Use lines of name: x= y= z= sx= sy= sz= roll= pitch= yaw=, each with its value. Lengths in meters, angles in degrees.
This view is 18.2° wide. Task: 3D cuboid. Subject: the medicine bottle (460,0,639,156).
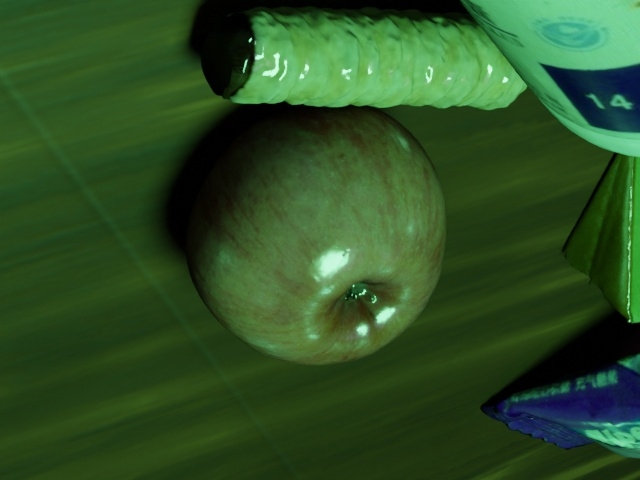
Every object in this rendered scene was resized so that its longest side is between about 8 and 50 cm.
medicine bottle: x=0.129 y=-0.188 z=0.955 sx=0.190 sy=0.190 sz=0.332 roll=-42 pitch=145 yaw=5

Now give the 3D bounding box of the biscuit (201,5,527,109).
biscuit: x=0.027 y=-0.098 z=1.086 sx=0.219 sy=0.055 sz=0.061 roll=-3 pitch=138 yaw=-39

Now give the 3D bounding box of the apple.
apple: x=0.000 y=0.000 z=1.115 sx=0.153 sy=0.120 sz=0.153 roll=-24 pitch=143 yaw=-19

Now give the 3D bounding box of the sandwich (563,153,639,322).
sandwich: x=0.232 y=-0.013 z=1.354 sx=0.074 sy=0.074 sz=0.116 roll=-8 pitch=135 yaw=-38

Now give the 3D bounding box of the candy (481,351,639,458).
candy: x=0.261 y=0.117 z=1.445 sx=0.275 sy=0.070 sz=0.145 roll=-13 pitch=154 yaw=37
